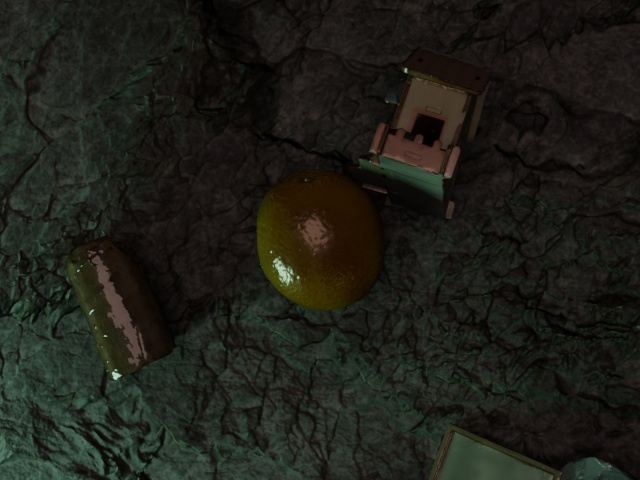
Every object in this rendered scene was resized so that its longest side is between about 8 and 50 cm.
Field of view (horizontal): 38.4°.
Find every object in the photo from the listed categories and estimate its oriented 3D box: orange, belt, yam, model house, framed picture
[{"bbox_3d":[0.000,0.000,1.511,0.236,0.236,0.236,-1,85,9],"label":"orange"},{"bbox_3d":[0.449,0.429,1.436,0.151,0.078,0.198,-46,48,14],"label":"belt"},{"bbox_3d":[-0.353,0.115,1.607,0.129,0.128,0.238,-24,86,-28],"label":"yam"},{"bbox_3d":[0.166,-0.189,1.456,0.169,0.326,0.244,20,83,12],"label":"model house"},{"bbox_3d":[0.279,0.402,1.509,0.201,0.010,0.135,20,88,28],"label":"framed picture"}]
